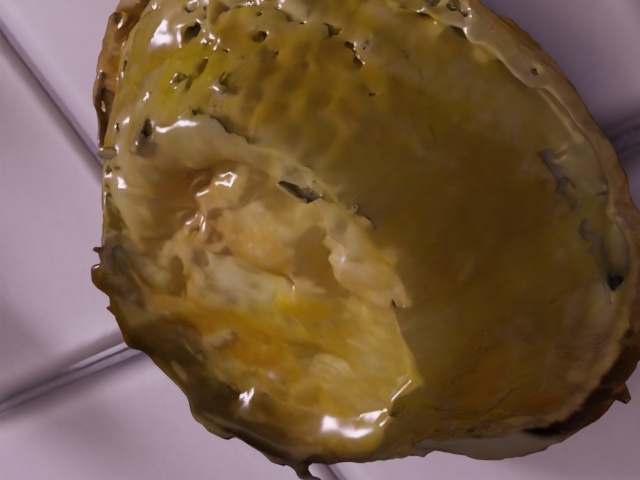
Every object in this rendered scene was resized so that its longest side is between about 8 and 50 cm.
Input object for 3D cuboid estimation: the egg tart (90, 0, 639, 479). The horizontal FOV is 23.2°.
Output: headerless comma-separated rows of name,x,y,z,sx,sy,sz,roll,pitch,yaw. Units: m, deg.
egg tart,0.000,0.000,0.805,0.345,0.132,0.345,20,132,25
